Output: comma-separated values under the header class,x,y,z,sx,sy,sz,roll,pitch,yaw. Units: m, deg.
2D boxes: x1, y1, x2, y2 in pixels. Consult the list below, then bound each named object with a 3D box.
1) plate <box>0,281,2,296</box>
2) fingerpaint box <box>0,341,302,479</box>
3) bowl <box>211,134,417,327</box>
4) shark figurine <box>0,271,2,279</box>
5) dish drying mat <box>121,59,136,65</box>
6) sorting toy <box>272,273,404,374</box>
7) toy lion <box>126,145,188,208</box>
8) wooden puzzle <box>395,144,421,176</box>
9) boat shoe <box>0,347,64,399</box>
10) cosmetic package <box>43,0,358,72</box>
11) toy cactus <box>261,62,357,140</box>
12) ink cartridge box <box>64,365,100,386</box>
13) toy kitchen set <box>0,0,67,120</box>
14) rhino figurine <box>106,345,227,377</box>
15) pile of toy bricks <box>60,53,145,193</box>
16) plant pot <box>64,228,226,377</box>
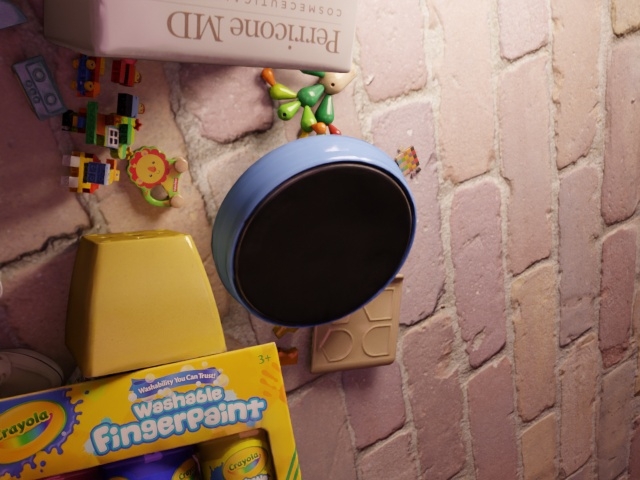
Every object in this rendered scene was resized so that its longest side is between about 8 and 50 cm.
class,x,y,z,sx,sy,sz,roll,pitch,yaw
plate,-0.618,-0.008,0.798,0.278,0.045,0.277,-17,117,-25
fingerpaint box,-0.249,0.382,0.877,0.446,0.163,0.370,-10,75,-8
bowl,0.000,0.000,1.083,0.392,0.077,0.390,-13,127,-18
shark figurine,-0.583,0.072,0.768,0.279,0.116,0.166,-16,150,-17
dish drying mat,-0.313,-0.302,0.897,0.083,0.008,0.032,37,86,-37
sorting toy,0.035,0.182,1.284,0.308,0.041,0.228,-1,106,-25
toy lion,-0.274,-0.106,0.985,0.096,0.034,0.100,2,108,-25
wooden puzzle,0.185,-0.169,1.257,0.049,0.006,0.083,-36,123,-16
boat shoe,-0.529,0.209,0.909,0.268,0.088,0.096,29,91,-36
cosmetic package,-0.157,-0.430,0.745,0.330,0.327,0.393,-6,111,-32
toy cactus,-0.003,-0.271,1.055,0.181,0.112,0.218,-39,116,-25
ink cartridge box,-0.424,0.272,1.014,0.029,0.063,0.115,33,89,-37
toy kitchen set,-0.464,-0.211,0.767,0.207,0.122,0.165,-27,120,-21
rhino figurine,-0.293,0.232,1.060,0.244,0.106,0.073,-23,90,-21
pile of toy bricks,-0.315,-0.173,0.902,0.105,0.118,0.212,-7,105,-71
plant pot,-0.292,0.082,0.949,0.212,0.212,0.187,-6,97,-30
